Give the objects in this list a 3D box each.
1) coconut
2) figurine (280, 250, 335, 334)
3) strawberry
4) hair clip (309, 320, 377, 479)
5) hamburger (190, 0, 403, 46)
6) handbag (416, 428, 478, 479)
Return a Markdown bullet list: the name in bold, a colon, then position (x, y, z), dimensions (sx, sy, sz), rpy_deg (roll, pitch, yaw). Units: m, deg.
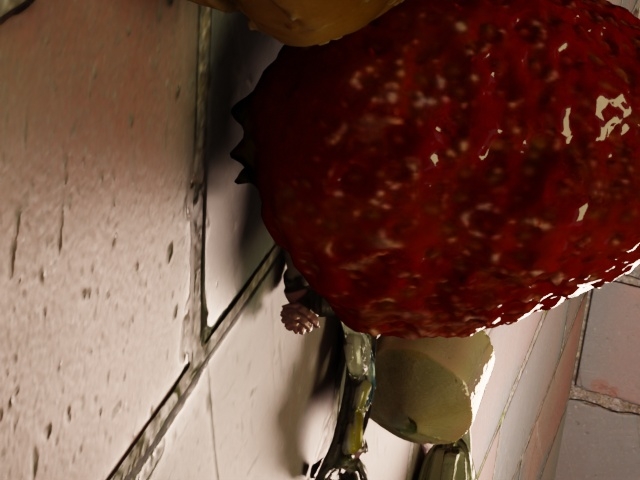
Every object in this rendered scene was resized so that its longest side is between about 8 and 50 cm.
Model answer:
- **coconut**: position (0.092, 0.127, 1.506), dimensions (0.122, 0.116, 0.116), rpy_deg (-57, 156, -49)
- **figurine**: position (0.000, 0.000, 1.138), dimensions (0.072, 0.054, 0.129), rpy_deg (-53, 151, -49)
- **strawberry**: position (0.101, -0.057, 0.992), dimensions (0.257, 0.277, 0.257), rpy_deg (-26, 119, -61)
- **hair clip**: position (0.022, 0.121, 1.372), dimensions (0.116, 0.049, 0.172), rpy_deg (74, 22, -89)
- **hamburger**: position (0.007, -0.213, 0.809), dimensions (0.286, 0.146, 0.243), rpy_deg (66, 46, -70)
- **handbag**: position (0.158, 0.306, 2.015), dimensions (0.256, 0.079, 0.219), rpy_deg (71, 24, -66)
